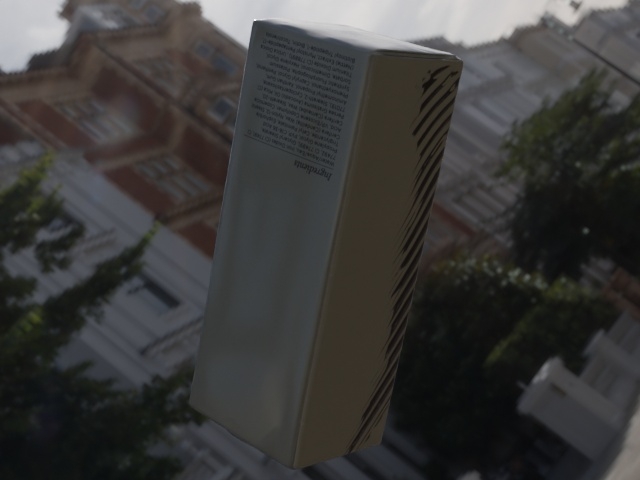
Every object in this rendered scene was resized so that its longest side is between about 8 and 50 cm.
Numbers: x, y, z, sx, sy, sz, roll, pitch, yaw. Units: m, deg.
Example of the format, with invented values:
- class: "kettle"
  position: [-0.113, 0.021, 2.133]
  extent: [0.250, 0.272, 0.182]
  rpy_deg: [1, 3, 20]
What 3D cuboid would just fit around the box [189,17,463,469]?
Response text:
- class: "box"
  position: [0.000, 0.000, 0.793]
  extent: [0.094, 0.113, 0.275]
  rpy_deg: [-6, -66, -46]
